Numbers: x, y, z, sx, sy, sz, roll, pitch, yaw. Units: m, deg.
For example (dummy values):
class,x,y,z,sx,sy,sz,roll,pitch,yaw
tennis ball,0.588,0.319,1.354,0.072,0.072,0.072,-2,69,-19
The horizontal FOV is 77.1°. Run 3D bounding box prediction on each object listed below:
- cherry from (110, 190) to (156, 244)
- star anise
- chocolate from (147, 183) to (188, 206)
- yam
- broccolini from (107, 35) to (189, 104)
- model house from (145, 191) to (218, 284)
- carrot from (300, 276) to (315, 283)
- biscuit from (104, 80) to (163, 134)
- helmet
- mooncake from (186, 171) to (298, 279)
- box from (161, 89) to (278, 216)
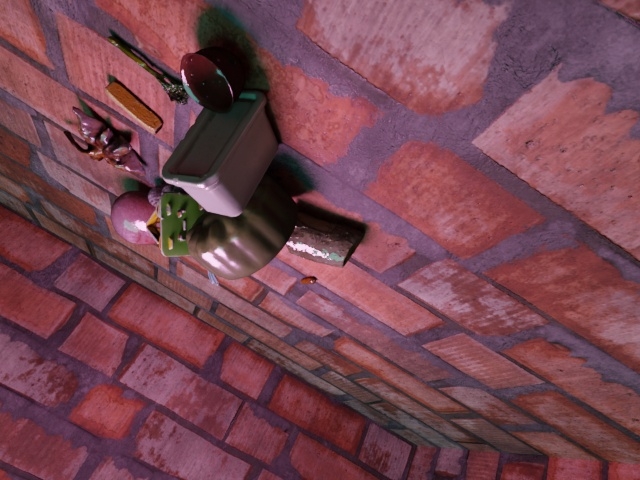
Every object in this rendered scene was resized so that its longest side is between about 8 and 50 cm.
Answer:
class,x,y,z,sx,sy,sz,roll,pitch,yaw
cherry,-0.758,-0.092,1.742,0.308,0.221,0.261,11,156,-6
star anise,-0.817,-0.352,1.507,0.350,0.109,0.292,36,144,-10
chocolate,-0.588,-0.178,1.575,0.248,0.110,0.110,2,140,43
yam,0.000,0.000,1.315,0.255,0.154,0.154,19,148,12
broccolini,-0.469,-0.477,1.121,0.254,0.071,0.057,41,-171,-8
model house,-0.493,0.007,1.454,0.324,0.339,0.300,2,-176,44
carrot,-0.053,0.174,1.734,0.032,0.032,0.093,43,152,-23
biscuit,-0.593,-0.418,1.279,0.188,0.052,0.056,43,163,-22
helmet,-0.248,-0.397,0.972,0.175,0.106,0.155,-8,128,49
mooncake,-0.246,-0.055,1.243,0.351,0.351,0.187,-2,139,41
box,-0.237,-0.218,1.048,0.175,0.311,0.182,12,153,27
